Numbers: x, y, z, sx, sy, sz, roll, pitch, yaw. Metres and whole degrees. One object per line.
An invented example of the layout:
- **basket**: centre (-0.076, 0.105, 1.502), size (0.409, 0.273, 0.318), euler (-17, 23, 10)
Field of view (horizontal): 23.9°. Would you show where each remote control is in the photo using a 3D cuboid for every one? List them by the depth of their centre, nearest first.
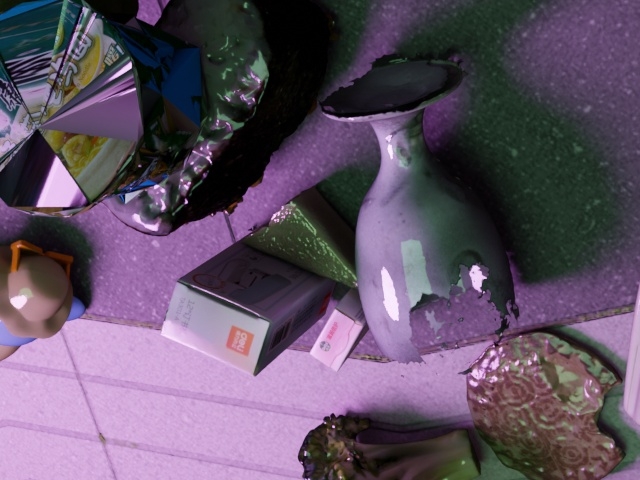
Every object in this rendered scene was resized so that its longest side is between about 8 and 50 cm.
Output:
- **remote control**: centre (0.412, 0.122, 1.796), size (0.090, 0.049, 0.230), euler (12, 120, 16)

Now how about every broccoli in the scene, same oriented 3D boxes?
- **broccoli**: centre (0.090, 0.315, 1.988), size (0.243, 0.247, 0.263), euler (-24, 152, 3)

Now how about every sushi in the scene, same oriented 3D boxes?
- **sushi**: centre (-0.148, -0.173, 1.810), size (0.348, 0.207, 0.234), euler (-47, 73, 26)

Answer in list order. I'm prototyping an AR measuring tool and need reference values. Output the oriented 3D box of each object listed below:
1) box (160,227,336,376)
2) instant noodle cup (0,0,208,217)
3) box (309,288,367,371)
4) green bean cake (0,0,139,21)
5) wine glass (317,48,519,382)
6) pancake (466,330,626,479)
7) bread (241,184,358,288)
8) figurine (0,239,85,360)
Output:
- **box**: centre (-0.083, 0.071, 1.869), size (0.135, 0.269, 0.079), euler (23, 110, 13)
- **instant noodle cup**: centre (-0.248, -0.143, 1.649), size (0.240, 0.178, 0.240), euler (2, 95, 23)
- **box**: centre (0.043, 0.096, 1.910), size (0.043, 0.125, 0.089), euler (33, 125, 7)
- **green bean cake**: centre (-0.358, -0.289, 1.802), size (0.222, 0.248, 0.125), euler (22, 132, 15)
- **wine glass**: centre (0.117, -0.029, 1.771), size (0.190, 0.190, 0.357), euler (-4, 113, 27)
- **pancake**: centre (0.286, 0.216, 1.922), size (0.212, 0.029, 0.235), euler (10, 121, 21)
- **bread**: centre (-0.008, 0.017, 1.907), size (0.152, 0.077, 0.105), euler (51, 123, 6)
- **figurine**: centre (-0.462, 0.088, 2.132), size (0.262, 0.154, 0.180), euler (-18, 120, 28)
